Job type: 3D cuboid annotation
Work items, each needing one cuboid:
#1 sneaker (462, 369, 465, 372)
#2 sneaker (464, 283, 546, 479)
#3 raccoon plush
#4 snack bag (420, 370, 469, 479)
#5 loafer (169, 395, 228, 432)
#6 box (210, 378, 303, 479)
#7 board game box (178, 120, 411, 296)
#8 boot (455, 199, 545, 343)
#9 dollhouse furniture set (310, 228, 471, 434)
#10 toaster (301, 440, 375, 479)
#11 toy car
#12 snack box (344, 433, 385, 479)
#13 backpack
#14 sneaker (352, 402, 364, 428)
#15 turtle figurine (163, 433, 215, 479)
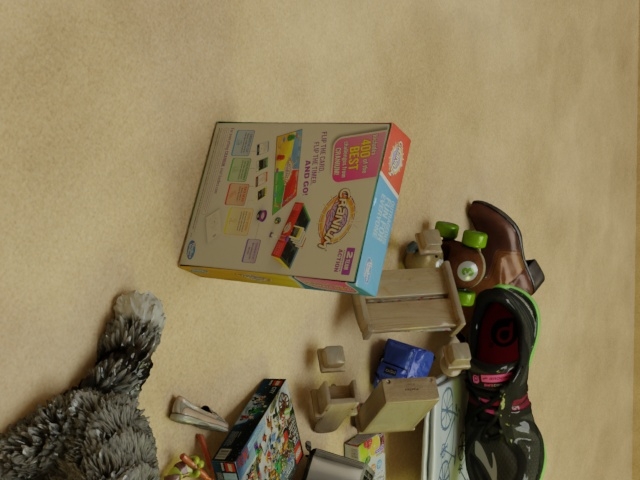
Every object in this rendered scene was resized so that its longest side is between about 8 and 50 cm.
[{"bbox_3d":[0.398,0.198,2.435,0.115,0.105,0.281,48,55,-48],"label":"sneaker"},{"bbox_3d":[0.360,0.323,2.176,0.202,0.185,0.483,27,59,-56],"label":"sneaker"},{"bbox_3d":[-0.229,0.264,1.297,0.216,0.299,0.446,37,63,-52],"label":"raccoon plush"},{"bbox_3d":[0.280,0.432,2.231,0.342,0.037,0.323,-7,99,-66],"label":"snack bag"},{"bbox_3d":[-0.182,0.269,1.609,0.125,0.045,0.039,29,63,-52],"label":"loafer"},{"bbox_3d":[-0.097,0.354,1.698,0.233,0.044,0.159,-55,138,-58],"label":"box"},{"bbox_3d":[-0.042,-0.053,1.531,0.064,0.316,0.242,32,68,-54],"label":"board game box"},{"bbox_3d":[0.351,0.080,2.371,0.280,0.096,0.264,-40,108,-26],"label":"boot"},{"bbox_3d":[0.101,0.172,1.988,0.174,0.303,0.355,116,-31,-57],"label":"dollhouse furniture set"},{"bbox_3d":[0.018,0.461,1.837,0.186,0.110,0.168,63,40,-66],"label":"toaster"},{"bbox_3d":[0.233,0.048,2.146,0.188,0.149,0.155,0,104,-46],"label":"toy car"},{"bbox_3d":[0.089,0.451,2.052,0.100,0.037,0.141,-16,108,-54],"label":"snack box"},{"bbox_3d":[0.155,0.263,2.079,0.101,0.098,0.120,27,80,-57],"label":"backpack"},{"bbox_3d":[0.100,0.351,2.061,0.119,0.047,0.057,10,107,-56],"label":"sneaker"},{"bbox_3d":[-0.226,0.392,1.512,0.217,0.087,0.269,63,30,-61],"label":"turtle figurine"}]
